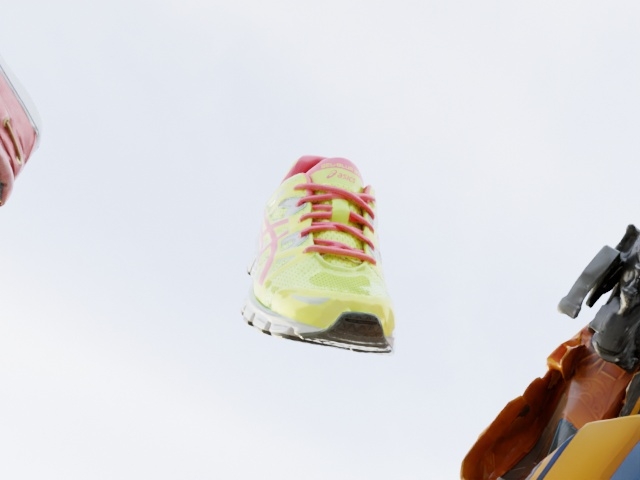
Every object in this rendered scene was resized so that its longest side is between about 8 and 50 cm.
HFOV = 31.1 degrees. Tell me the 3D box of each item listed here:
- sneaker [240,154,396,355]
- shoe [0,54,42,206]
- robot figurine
[{"bbox_3d":[0.000,0.000,0.662,0.081,0.208,0.094,12,-77,-16],"label":"sneaker"},{"bbox_3d":[-0.229,-0.101,0.672,0.063,0.081,0.178,-22,-58,15],"label":"shoe"},{"bbox_3d":[0.152,0.090,0.532,0.291,0.085,0.211,-51,-34,-6],"label":"robot figurine"}]
